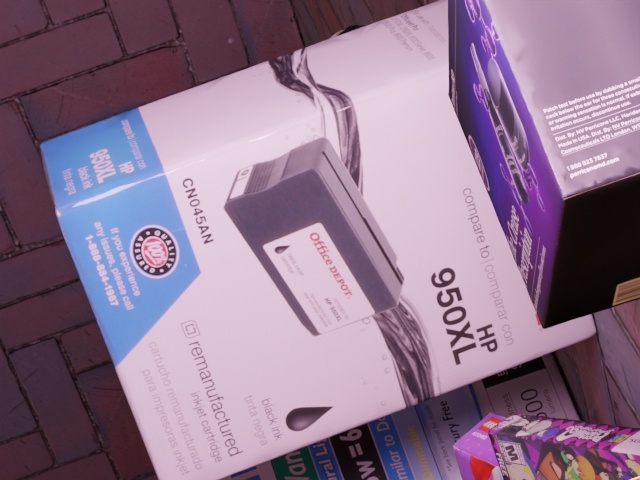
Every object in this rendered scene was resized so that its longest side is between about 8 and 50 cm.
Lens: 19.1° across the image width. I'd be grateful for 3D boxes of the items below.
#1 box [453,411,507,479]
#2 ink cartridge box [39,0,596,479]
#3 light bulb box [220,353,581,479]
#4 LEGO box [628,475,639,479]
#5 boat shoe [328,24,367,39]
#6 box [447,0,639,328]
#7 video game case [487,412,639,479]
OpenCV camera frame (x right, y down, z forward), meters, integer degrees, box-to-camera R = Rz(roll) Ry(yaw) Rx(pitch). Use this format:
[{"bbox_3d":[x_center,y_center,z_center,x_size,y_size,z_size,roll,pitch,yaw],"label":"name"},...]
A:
[{"bbox_3d":[0.234,0.305,1.661,0.201,0.057,0.293,20,138,45],"label":"box"},{"bbox_3d":[0.000,0.000,1.600,0.166,0.395,0.285,-121,11,-65],"label":"ink cartridge box"},{"bbox_3d":[0.051,0.156,2.004,0.225,0.361,0.358,75,174,-62],"label":"light bulb box"},{"bbox_3d":[0.244,0.324,1.069,0.500,0.193,0.372,81,170,-76],"label":"LEGO box"},{"bbox_3d":[0.105,-0.093,1.907,0.113,0.127,0.340,-47,51,45],"label":"boat shoe"},{"bbox_3d":[0.150,-0.076,1.143,0.261,0.103,0.184,78,175,-71],"label":"box"},{"bbox_3d":[0.236,0.252,1.476,0.210,0.042,0.232,0,112,59],"label":"video game case"}]
